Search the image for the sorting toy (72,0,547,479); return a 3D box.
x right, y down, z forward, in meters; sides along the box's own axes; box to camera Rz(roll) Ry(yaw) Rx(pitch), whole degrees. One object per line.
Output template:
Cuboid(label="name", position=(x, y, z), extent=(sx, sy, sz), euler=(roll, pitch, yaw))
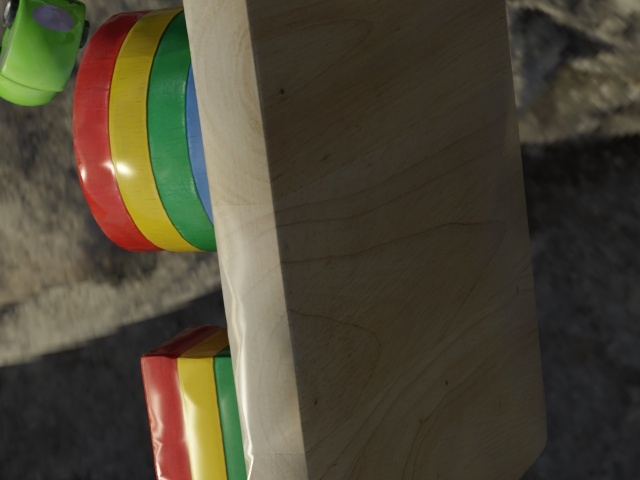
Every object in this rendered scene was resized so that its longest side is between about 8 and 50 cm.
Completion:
Cuboid(label="sorting toy", position=(0.000, 0.000, 0.772), extent=(0.089, 0.257, 0.256), euler=(-2, 103, 24))

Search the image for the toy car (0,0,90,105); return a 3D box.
Cuboid(label="toy car", position=(-0.177, -0.173, 1.374), extent=(0.239, 0.053, 0.225), euler=(15, 128, -19))
